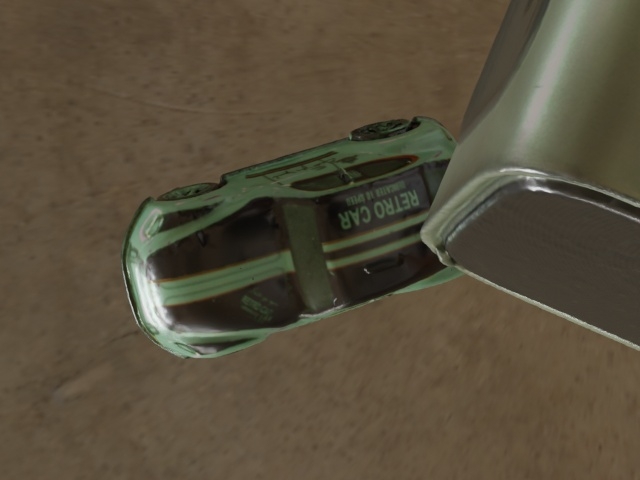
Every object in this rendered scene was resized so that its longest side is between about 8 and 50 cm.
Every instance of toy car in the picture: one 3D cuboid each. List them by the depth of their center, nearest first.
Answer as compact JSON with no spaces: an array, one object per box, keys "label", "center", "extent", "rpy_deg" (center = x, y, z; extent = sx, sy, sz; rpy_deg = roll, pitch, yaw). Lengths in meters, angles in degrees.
[{"label":"toy car","center":[0.000,0.000,1.485],"extent":[0.305,0.125,0.136],"rpy_deg":[-18,104,-24]}]

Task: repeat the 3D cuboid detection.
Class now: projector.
[{"label":"projector","center":[0.219,-0.077,0.967],"extent":[0.248,0.248,0.249],"rpy_deg":[23,77,-3]}]
